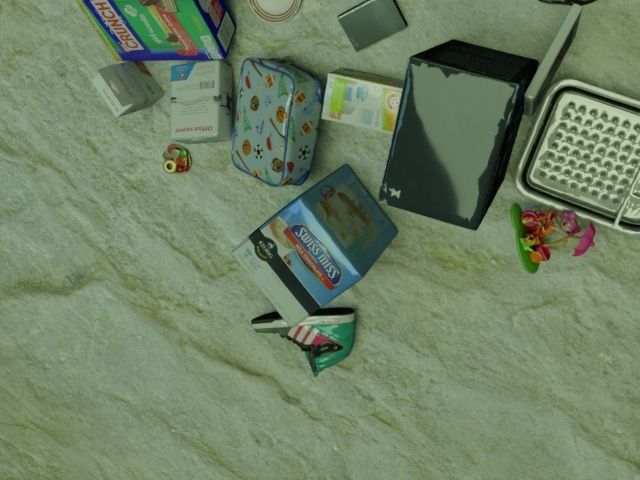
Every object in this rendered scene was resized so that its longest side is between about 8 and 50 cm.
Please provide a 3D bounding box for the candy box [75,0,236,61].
[{"bbox_3d":[-0.400,-0.558,1.797,0.317,0.122,0.268,6,153,20],"label":"candy box"}]

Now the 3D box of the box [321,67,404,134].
[{"bbox_3d":[0.119,-0.326,1.770,0.203,0.103,0.114,16,114,15],"label":"box"}]

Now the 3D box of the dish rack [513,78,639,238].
[{"bbox_3d":[0.620,-0.184,1.653,0.332,0.072,0.286,22,116,12],"label":"dish rack"}]

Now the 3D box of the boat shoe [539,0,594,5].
[{"bbox_3d":[0.523,-0.518,1.586,0.133,0.042,0.049,5,108,17],"label":"boat shoe"}]

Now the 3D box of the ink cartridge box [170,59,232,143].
[{"bbox_3d":[-0.299,-0.345,1.898,0.139,0.082,0.191,-1,87,21],"label":"ink cartridge box"}]

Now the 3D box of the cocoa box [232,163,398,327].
[{"bbox_3d":[0.000,0.000,1.796,0.228,0.347,0.231,-36,93,26],"label":"cocoa box"}]

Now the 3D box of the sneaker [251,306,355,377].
[{"bbox_3d":[-0.040,0.279,2.045,0.295,0.124,0.179,-4,98,21],"label":"sneaker"}]

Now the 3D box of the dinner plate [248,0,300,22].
[{"bbox_3d":[-0.109,-0.594,1.808,0.141,0.017,0.141,7,112,19],"label":"dinner plate"}]

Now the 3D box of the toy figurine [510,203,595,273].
[{"bbox_3d":[0.531,-0.020,1.694,0.159,0.130,0.173,-13,110,35],"label":"toy figurine"}]

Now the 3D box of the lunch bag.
[{"bbox_3d":[-0.114,-0.295,1.836,0.243,0.115,0.304,31,119,41],"label":"lunch bag"}]

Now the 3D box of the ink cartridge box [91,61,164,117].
[{"bbox_3d":[-0.500,-0.387,1.927,0.067,0.198,0.115,-32,95,27],"label":"ink cartridge box"}]

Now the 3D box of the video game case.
[{"bbox_3d":[0.474,-0.362,1.547,0.023,0.183,0.201,29,95,14],"label":"video game case"}]

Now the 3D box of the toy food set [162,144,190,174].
[{"bbox_3d":[-0.390,-0.219,2.046,0.083,0.020,0.083,8,111,18],"label":"toy food set"}]

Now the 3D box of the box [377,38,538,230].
[{"bbox_3d":[0.295,-0.237,1.573,0.211,0.395,0.294,18,115,15],"label":"box"}]

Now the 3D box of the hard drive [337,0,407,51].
[{"bbox_3d":[0.119,-0.505,1.738,0.135,0.022,0.094,-21,118,26],"label":"hard drive"}]
